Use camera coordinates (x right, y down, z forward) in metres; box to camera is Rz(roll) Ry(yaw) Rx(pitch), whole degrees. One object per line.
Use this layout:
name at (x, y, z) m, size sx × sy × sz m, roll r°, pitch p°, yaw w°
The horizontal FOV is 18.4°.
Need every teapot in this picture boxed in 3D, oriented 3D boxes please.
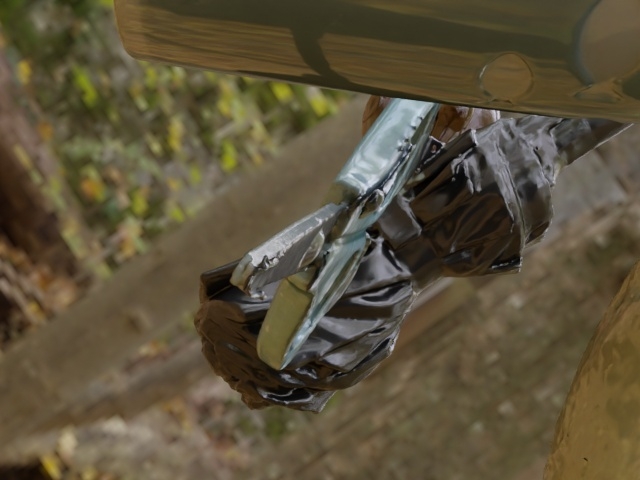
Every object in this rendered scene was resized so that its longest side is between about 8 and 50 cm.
teapot at (0.084, -0.086, 1.374) m, size 0.098 × 0.129 × 0.078 m, roll 36°, pitch -32°, yaw -6°

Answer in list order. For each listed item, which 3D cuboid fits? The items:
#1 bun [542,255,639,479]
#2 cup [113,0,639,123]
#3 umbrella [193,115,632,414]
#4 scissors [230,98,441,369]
bun at (0.262, 0.124, 0.799) m, size 0.365 × 0.365 × 0.219 m, roll 57°, pitch 12°, yaw -3°
cup at (0.071, -0.186, 0.781) m, size 0.357 × 0.274 × 0.259 m, roll 54°, pitch 45°, yaw -87°
umbrella at (0.074, -0.014, 1.235) m, size 0.118 × 0.340 × 0.118 m, roll 54°, pitch -6°, yaw 9°
scissors at (0.001, 0.001, 0.972) m, size 0.029 × 0.191 × 0.360 m, roll 31°, pitch 9°, yaw 4°
